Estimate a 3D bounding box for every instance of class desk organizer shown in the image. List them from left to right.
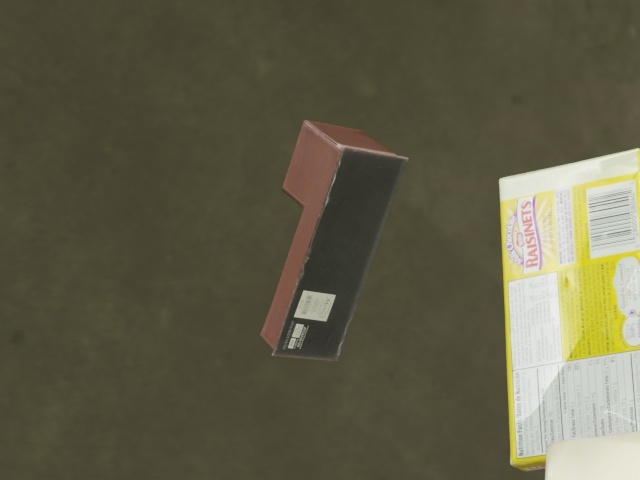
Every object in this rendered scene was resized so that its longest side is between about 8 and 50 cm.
[{"bbox_3d":[0.000,0.000,0.986,0.047,0.050,0.130,8,109,-33],"label":"desk organizer"}]

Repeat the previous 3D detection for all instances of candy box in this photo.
[{"bbox_3d":[0.173,0.045,1.124,0.027,0.105,0.206,31,53,-52],"label":"candy box"}]

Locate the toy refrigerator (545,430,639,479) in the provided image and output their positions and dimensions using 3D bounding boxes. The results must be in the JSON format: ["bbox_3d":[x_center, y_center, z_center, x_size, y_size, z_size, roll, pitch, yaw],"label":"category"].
[{"bbox_3d":[0.176,0.239,0.896,0.094,0.102,0.270,56,32,-44],"label":"toy refrigerator"}]
